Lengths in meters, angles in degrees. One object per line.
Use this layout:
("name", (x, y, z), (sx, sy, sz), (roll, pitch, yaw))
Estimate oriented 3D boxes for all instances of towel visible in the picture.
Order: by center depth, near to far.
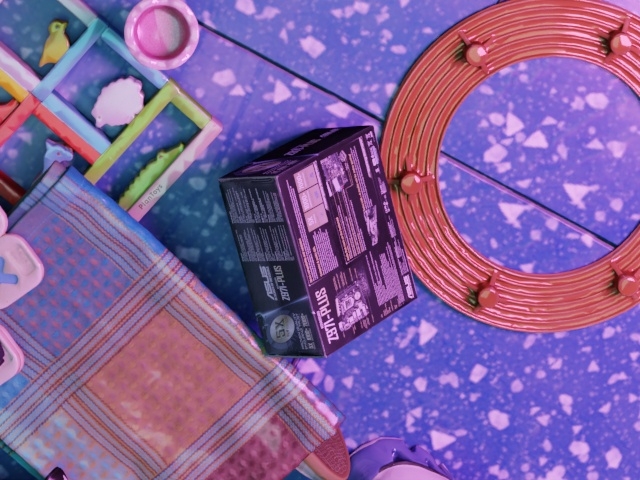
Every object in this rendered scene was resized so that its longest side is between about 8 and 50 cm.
("towel", (-0.198, 0.133, 1.834), (0.370, 0.040, 0.271), (43, 109, -6))

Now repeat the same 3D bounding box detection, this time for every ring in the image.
("ring", (0.223, -0.069, 1.859), (0.337, 0.032, 0.336), (-1, 105, -4))

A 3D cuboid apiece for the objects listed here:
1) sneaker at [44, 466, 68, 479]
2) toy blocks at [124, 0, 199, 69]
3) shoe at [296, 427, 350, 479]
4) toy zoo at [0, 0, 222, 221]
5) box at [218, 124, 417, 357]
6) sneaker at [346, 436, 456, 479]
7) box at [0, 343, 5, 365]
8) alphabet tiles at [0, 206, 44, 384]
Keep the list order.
("sneaker", (-0.370, 0.280, 1.862), (0.302, 0.108, 0.121), (-7, 100, 8))
("toy blocks", (-0.185, -0.332, 1.627), (0.289, 0.260, 0.309), (24, 95, -11))
("shoe", (-0.053, 0.158, 1.885), (0.058, 0.076, 0.219), (-33, 103, 34))
("toy zoo", (-0.263, -0.135, 1.807), (0.293, 0.030, 0.192), (41, 99, -12))
("box", (0.000, 0.000, 1.796), (0.078, 0.147, 0.180), (-1, 111, 42))
("sneaker", (0.164, 0.321, 1.878), (0.316, 0.182, 0.127), (26, 103, -10))
("box", (-0.531, 0.042, 1.762), (0.395, 0.097, 0.318), (-18, 101, 13))
("alphabet tiles", (-0.409, 0.039, 1.807), (0.278, 0.021, 0.284), (-33, 96, 18))
